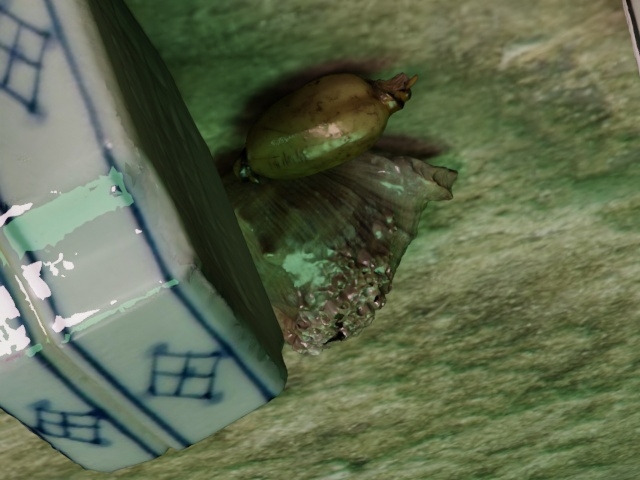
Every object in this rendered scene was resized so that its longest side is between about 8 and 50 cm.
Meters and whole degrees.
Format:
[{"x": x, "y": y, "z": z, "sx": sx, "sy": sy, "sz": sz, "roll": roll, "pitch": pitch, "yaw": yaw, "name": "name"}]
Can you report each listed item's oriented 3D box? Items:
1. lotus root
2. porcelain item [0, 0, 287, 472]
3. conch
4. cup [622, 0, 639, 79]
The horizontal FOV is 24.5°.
[{"x": 0.003, "y": -0.085, "z": 1.070, "sx": 0.152, "sy": 0.063, "sz": 0.072, "roll": -25, "pitch": -173, "yaw": 8, "name": "lotus root"}, {"x": -0.151, "y": -0.024, "z": 0.884, "sx": 0.157, "sy": 0.286, "sz": 0.281, "roll": -25, "pitch": 151, "yaw": 5, "name": "porcelain item"}, {"x": 0.000, "y": 0.000, "z": 1.175, "sx": 0.245, "sy": 0.163, "sz": 0.178, "roll": -26, "pitch": -173, "yaw": -16, "name": "conch"}, {"x": 0.356, "y": -0.158, "z": 1.014, "sx": 0.279, "sy": 0.196, "sz": 0.196, "roll": -15, "pitch": 151, "yaw": 12, "name": "cup"}]
